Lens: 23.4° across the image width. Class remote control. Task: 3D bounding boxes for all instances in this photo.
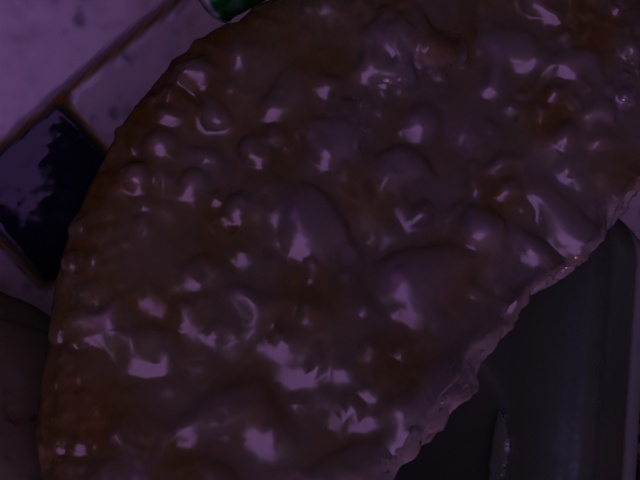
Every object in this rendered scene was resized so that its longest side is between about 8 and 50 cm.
[{"bbox_3d":[0.033,0.142,0.504,0.065,0.128,0.335,31,59,-41],"label":"remote control"}]

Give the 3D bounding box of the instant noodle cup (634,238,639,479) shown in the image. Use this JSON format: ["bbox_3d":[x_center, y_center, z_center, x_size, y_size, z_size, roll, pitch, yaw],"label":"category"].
[{"bbox_3d":[0.170,0.121,0.566,0.174,0.213,0.213,20,97,-21],"label":"instant noodle cup"}]

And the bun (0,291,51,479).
[{"bbox_3d":[-0.191,0.171,0.492,0.365,0.219,0.365,-1,100,-8],"label":"bun"}]

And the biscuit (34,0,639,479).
[{"bbox_3d":[-0.001,0.001,0.474,0.141,0.038,0.290,41,68,-2],"label":"biscuit"}]

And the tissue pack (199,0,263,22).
[{"bbox_3d":[0.015,-0.180,0.512,0.209,0.156,0.148,-33,69,-2],"label":"tissue pack"}]
